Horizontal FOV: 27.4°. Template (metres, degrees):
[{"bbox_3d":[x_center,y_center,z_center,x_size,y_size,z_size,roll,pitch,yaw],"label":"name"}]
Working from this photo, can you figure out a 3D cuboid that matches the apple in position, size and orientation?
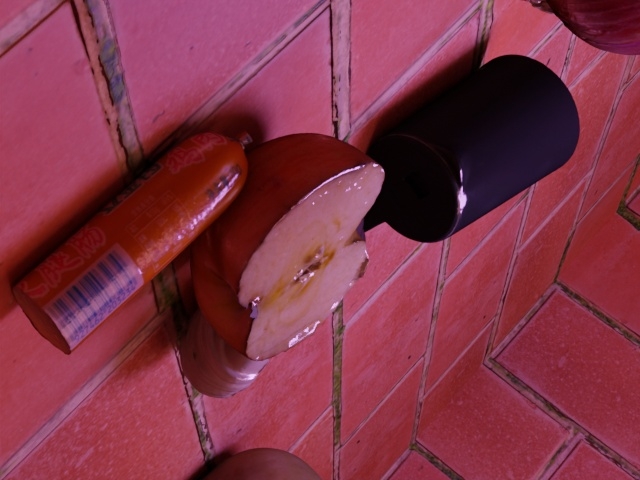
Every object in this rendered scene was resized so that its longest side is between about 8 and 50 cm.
[{"bbox_3d":[-0.063,-0.011,1.565,0.251,0.163,0.293,-34,149,-33],"label":"apple"}]

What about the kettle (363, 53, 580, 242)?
[{"bbox_3d":[0.204,-0.138,2.006,0.308,0.262,0.203,-33,119,-38],"label":"kettle"}]

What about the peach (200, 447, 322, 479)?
[{"bbox_3d":[-0.124,0.495,2.256,0.292,0.247,0.292,-18,152,-10],"label":"peach"}]

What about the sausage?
[{"bbox_3d":[-0.181,-0.017,1.383,0.312,0.093,0.093,-45,160,-23],"label":"sausage"}]

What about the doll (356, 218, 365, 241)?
[{"bbox_3d":[0.002,0.001,1.813,0.257,0.117,0.182,62,50,-74],"label":"doll"}]

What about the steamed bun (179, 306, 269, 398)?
[{"bbox_3d":[-0.120,0.118,1.721,0.183,0.106,0.183,-48,-165,17],"label":"steamed bun"}]

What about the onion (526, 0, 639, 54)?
[{"bbox_3d":[0.428,-0.421,1.755,0.353,0.354,0.353,-45,161,-21],"label":"onion"}]
